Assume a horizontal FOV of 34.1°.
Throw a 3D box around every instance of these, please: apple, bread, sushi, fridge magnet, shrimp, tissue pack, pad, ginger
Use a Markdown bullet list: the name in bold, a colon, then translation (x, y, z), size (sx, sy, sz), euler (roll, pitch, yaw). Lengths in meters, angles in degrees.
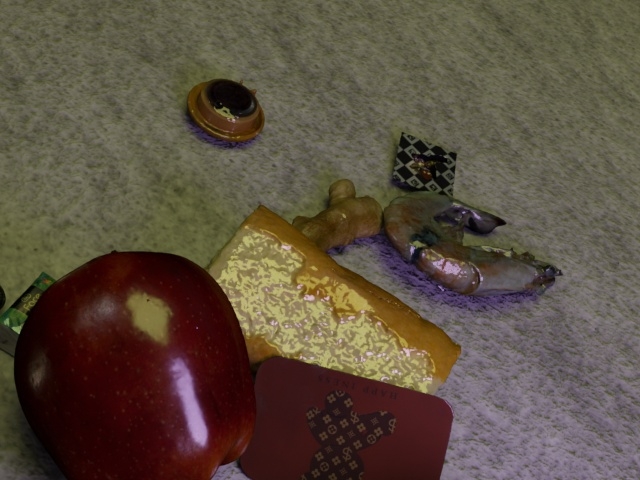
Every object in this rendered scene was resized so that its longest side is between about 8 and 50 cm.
- **apple**: translation (-0.230, 0.170, 1.286), size (0.288, 0.288, 0.316), euler (-19, 81, -36)
- **bread**: translation (-0.005, 0.132, 1.488), size (0.375, 0.165, 0.236), euler (33, 59, 3)
- **sushi**: translation (0.190, -0.130, 1.930), size (0.120, 0.026, 0.126), euler (21, 49, -10)
- **fridge magnet**: translation (-0.164, -0.231, 1.828), size (0.143, 0.063, 0.143), euler (16, 45, -16)
- **shrimp**: translation (0.267, 0.007, 1.802), size (0.360, 0.085, 0.247), euler (15, 37, -20)
- **tissue pack**: translation (-0.377, 0.103, 1.418), size (0.085, 0.079, 0.111), euler (32, 45, 3)
- **pad**: translation (0.032, 0.263, 1.380), size (0.267, 0.181, 0.004), euler (13, 9, 8)
- **ginger**: translation (0.001, -0.002, 1.699), size (0.118, 0.065, 0.299), euler (35, 45, 14)

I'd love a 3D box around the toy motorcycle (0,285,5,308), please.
- **toy motorcycle**: translation (-0.585, 0.011, 1.373), size (0.326, 0.148, 0.221), euler (38, 24, 8)
